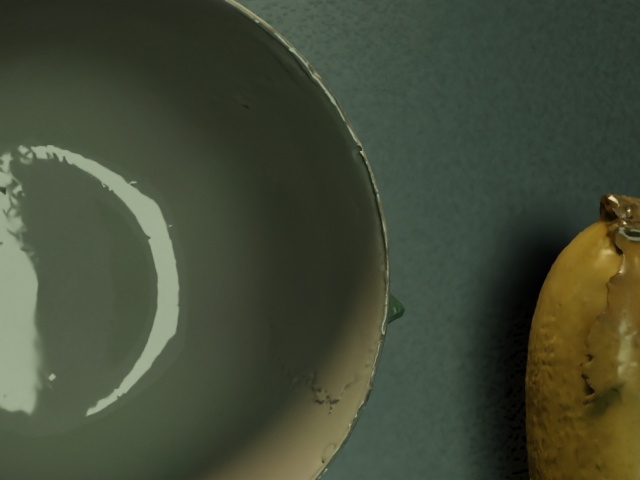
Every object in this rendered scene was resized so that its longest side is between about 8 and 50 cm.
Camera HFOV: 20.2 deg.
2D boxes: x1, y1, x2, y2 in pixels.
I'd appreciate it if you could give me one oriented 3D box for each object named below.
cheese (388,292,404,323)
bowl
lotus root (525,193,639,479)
[{"bbox_3d":[0.000,0.000,1.009,0.067,0.026,0.121,-28,96,-26],"label":"cheese"},{"bbox_3d":[-0.122,0.018,0.881,0.287,0.144,0.287,4,81,-25],"label":"bowl"},{"bbox_3d":[0.192,0.124,1.030,0.146,0.131,0.303,-8,86,-4],"label":"lotus root"}]
